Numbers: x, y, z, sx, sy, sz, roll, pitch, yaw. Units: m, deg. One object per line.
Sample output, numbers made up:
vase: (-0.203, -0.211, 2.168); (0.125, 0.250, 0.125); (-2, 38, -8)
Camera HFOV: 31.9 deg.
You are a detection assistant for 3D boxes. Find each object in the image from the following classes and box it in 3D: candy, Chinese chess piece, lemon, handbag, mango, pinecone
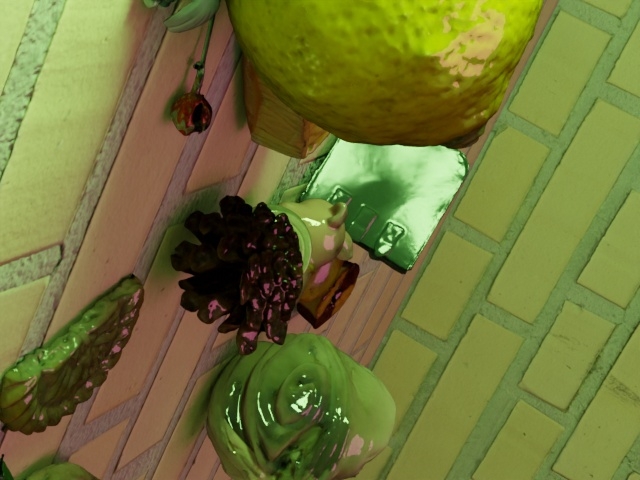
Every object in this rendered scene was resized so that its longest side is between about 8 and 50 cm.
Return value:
candy: (-0.145, -0.213, 1.364); (0.055, 0.049, 0.184); (-47, 155, -64)
Chinese chess piece: (-0.084, 0.013, 1.823); (0.144, 0.144, 0.058); (-59, -159, -1)
lemon: (0.072, -0.274, 1.243); (0.350, 0.387, 0.350); (-24, -167, 6)
handbag: (0.118, -0.098, 2.074); (0.260, 0.248, 0.079); (-57, -178, -11)
mango: (0.000, 0.000, 2.159); (0.253, 0.113, 0.138); (-68, 161, 6)
pinecone: (-0.118, 0.045, 1.645); (0.229, 0.201, 0.202); (-44, 155, -57)

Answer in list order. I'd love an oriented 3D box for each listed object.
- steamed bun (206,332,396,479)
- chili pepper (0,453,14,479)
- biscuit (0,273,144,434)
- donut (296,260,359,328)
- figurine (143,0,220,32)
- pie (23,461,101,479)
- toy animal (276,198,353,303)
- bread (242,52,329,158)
steamed bun: (-0.049, 0.355, 2.209); (0.339, 0.352, 0.247); (-55, 175, -7)
chili pepper: (-0.405, 0.374, 1.472); (0.088, 0.059, 0.226); (-53, 146, -31)
biscuit: (-0.330, 0.172, 1.504); (0.273, 0.036, 0.187); (-45, 160, -45)
donut: (0.015, 0.111, 2.516); (0.184, 0.073, 0.166); (-45, 161, -42)
figurine: (-0.147, -0.266, 1.186); (0.094, 0.082, 0.086); (-38, 174, -32)
pie: (-0.450, 0.470, 1.634); (0.337, 0.075, 0.337); (-48, 160, -24)
toy animal: (-0.061, 0.027, 1.944); (0.248, 0.149, 0.165); (-43, 167, -12)
bread: (-0.030, -0.237, 1.535); (0.152, 0.119, 0.288); (-49, 162, -25)
